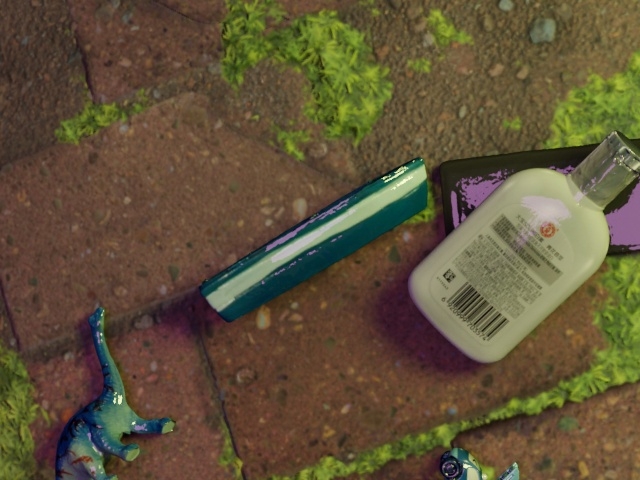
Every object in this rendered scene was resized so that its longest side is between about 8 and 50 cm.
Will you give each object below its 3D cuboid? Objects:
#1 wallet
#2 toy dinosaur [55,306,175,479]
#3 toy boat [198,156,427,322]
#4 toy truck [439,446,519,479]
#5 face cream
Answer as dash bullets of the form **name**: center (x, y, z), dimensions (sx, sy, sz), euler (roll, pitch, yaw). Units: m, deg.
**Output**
- **wallet**: center (0.256, -0.042, 1.553), dimensions (0.244, 0.025, 0.124), euler (-5, 87, 18)
- **toy dinosaur**: center (-0.269, 0.256, 1.689), dimensions (0.144, 0.076, 0.329), euler (18, 92, 24)
- **toy boat**: center (0.000, 0.000, 1.600), dimensions (0.299, 0.096, 0.061), euler (-31, 91, 12)
- **toy truck**: center (0.177, 0.270, 1.560), dimensions (0.090, 0.056, 0.073), euler (3, 94, 4)
- **face cream**: center (0.231, -0.002, 1.506), dimensions (0.144, 0.071, 0.291), euler (43, 111, 2)
